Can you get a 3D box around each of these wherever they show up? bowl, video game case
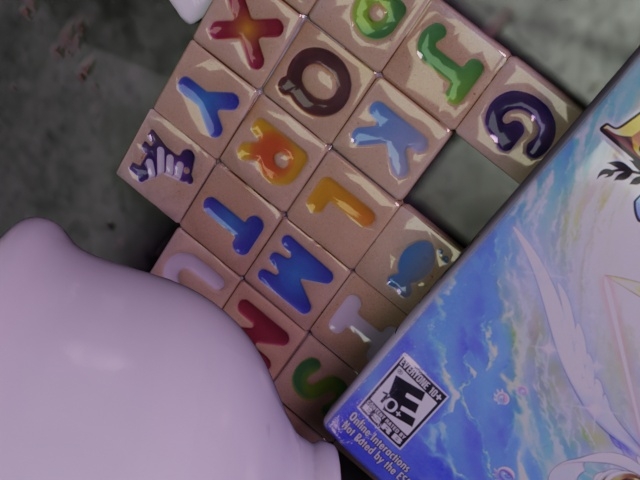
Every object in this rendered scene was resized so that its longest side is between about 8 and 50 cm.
[{"bbox_3d":[-0.065,0.143,0.457,0.134,0.298,0.297,6,108,-2],"label":"bowl"},{"bbox_3d":[0.173,0.070,0.427,0.269,0.061,0.244,41,117,8],"label":"video game case"}]

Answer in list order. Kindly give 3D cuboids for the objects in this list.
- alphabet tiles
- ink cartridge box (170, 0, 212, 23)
[{"bbox_3d":[0.000,0.000,0.521,0.198,0.009,0.237,39,117,8],"label":"alphabet tiles"},{"bbox_3d":[-0.046,-0.203,0.489,0.145,0.045,0.179,-24,110,28],"label":"ink cartridge box"}]
